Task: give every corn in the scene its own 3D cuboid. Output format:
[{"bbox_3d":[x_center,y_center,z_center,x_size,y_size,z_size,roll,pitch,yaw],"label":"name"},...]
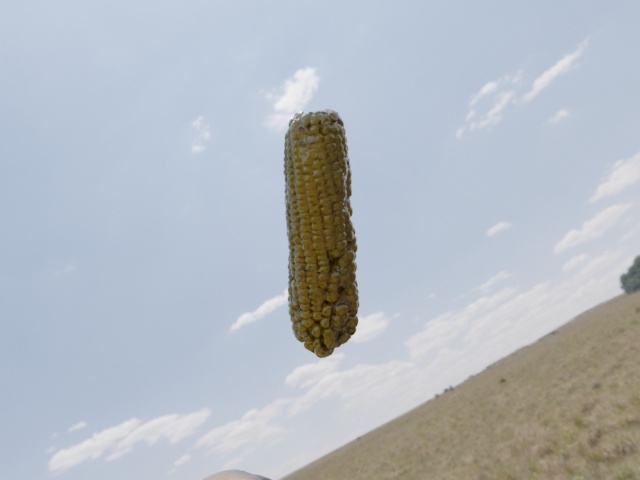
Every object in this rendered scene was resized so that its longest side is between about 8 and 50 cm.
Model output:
[{"bbox_3d":[0.000,0.000,0.642,0.096,0.097,0.320,-15,-66,-29],"label":"corn"}]

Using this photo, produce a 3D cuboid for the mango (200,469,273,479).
[{"bbox_3d":[-0.077,0.272,0.393,0.151,0.156,0.249,-24,-16,-43],"label":"mango"}]
